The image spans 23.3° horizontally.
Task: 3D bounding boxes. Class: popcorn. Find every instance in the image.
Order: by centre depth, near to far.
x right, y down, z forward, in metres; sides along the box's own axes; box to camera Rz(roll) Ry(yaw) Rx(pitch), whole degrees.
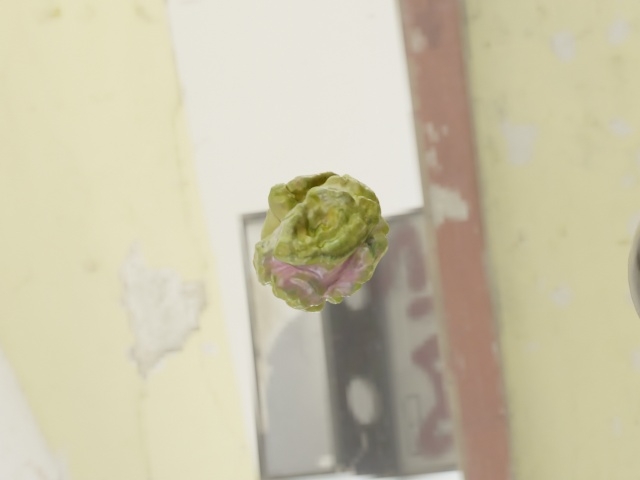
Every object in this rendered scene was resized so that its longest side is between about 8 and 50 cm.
[{"bbox_3d":[0.000,0.000,1.556,0.145,0.126,0.126,-62,23,10],"label":"popcorn"}]

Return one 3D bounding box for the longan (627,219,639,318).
[{"bbox_3d":[0.340,0.025,1.296,0.187,0.167,0.167,-89,-11,-46],"label":"longan"}]
